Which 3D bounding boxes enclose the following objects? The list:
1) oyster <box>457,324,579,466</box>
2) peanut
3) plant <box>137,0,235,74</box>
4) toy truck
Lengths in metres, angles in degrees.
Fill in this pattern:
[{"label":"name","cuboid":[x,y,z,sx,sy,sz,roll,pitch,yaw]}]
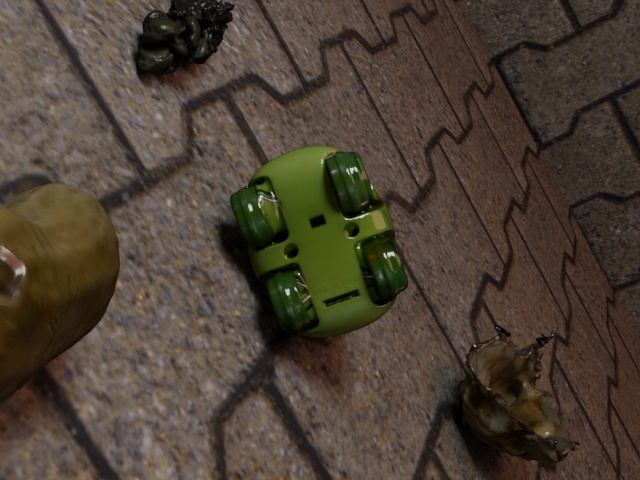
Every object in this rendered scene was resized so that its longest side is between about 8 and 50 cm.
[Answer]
[{"label":"oyster","cuboid":[0.278,0.210,1.325,0.198,0.133,0.337,62,21,2]},{"label":"peanut","cuboid":[-0.195,0.024,0.567,0.120,0.110,0.236,46,24,-6]},{"label":"plant","cuboid":[-0.141,-0.221,0.973,0.174,0.087,0.085,-58,143,-58]},{"label":"toy truck","cuboid":[0.005,0.012,0.969,0.210,0.148,0.187,72,-2,-72]}]
